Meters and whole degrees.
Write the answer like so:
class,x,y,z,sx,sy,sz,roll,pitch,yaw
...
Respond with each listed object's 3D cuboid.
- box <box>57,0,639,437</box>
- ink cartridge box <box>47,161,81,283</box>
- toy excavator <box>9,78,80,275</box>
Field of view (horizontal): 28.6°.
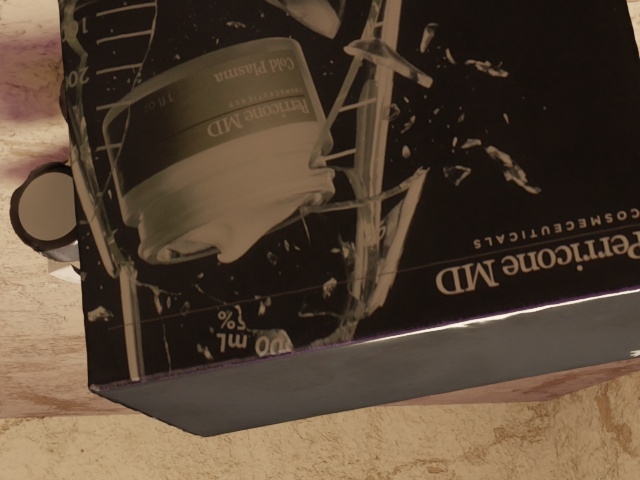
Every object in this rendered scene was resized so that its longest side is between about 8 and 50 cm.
class,x,y,z,sx,sy,sz,roll,pitch,yaw
box,0.043,-0.107,1.134,0.479,0.472,0.297,-12,163,11
ink cartridge box,-0.268,-0.045,1.715,0.217,0.159,0.092,-17,160,25
toy excavator,-0.069,-0.098,1.471,0.445,0.433,0.222,17,168,16
